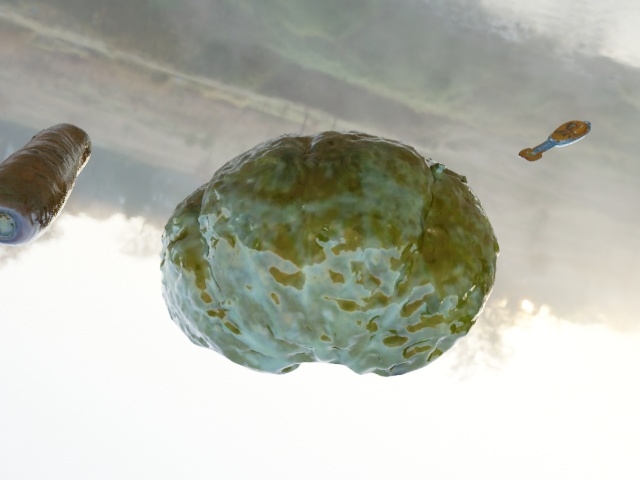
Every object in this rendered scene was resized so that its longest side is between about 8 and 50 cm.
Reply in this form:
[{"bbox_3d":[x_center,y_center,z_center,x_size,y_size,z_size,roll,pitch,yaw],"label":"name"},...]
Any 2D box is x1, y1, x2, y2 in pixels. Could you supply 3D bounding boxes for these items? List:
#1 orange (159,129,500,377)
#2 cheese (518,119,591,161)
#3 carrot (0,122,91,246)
[{"bbox_3d":[0.000,0.000,0.974,0.369,0.270,0.210,-2,138,8],"label":"orange"},{"bbox_3d":[0.315,-0.134,1.248,0.111,0.017,0.047,-30,-150,-13],"label":"cheese"},{"bbox_3d":[-0.227,-0.054,0.759,0.060,0.060,0.186,17,-153,-6],"label":"carrot"}]
